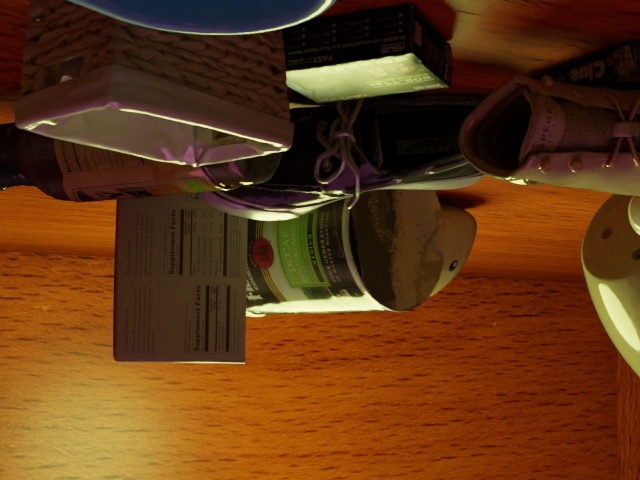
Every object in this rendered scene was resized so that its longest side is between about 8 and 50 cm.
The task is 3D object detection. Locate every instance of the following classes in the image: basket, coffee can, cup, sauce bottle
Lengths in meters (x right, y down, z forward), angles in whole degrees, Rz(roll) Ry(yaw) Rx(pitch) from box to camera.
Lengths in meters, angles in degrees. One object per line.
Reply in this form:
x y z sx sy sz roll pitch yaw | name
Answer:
-0.111 -0.119 0.619 0.113 0.103 0.167 -5 172 39 | basket
0.000 0.000 1.207 0.275 0.201 0.201 -6 170 42 | coffee can
0.507 0.041 1.237 0.237 0.331 0.331 33 159 -23 | cup
-0.200 -0.092 0.836 0.344 0.111 0.111 -2 173 30 | sauce bottle

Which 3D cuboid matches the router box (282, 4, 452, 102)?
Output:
0.030 -0.141 0.689 0.122 0.038 0.092 -3 173 26 | router box

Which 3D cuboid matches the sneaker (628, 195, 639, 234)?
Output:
0.449 -0.074 0.994 0.169 0.108 0.292 9 160 -41 | sneaker

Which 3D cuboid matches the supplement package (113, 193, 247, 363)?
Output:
-0.172 0.013 1.066 0.145 0.262 0.204 2 173 -13 | supplement package

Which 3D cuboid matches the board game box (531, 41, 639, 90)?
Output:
0.324 -0.129 0.811 0.260 0.030 0.136 4 170 -29 | board game box

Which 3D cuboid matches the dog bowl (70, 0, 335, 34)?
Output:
-0.095 -0.162 0.375 0.166 0.074 0.297 -4 171 35 | dog bowl

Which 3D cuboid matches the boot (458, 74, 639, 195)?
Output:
0.253 -0.083 0.690 0.203 0.095 0.262 5 180 -26 | boot

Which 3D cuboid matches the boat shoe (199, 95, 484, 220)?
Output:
0.031 -0.087 0.852 0.306 0.113 0.105 -1 167 -5 | boat shoe

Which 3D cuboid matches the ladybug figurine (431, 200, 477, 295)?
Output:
0.041 0.019 1.531 0.449 0.162 0.305 0 174 11 | ladybug figurine
